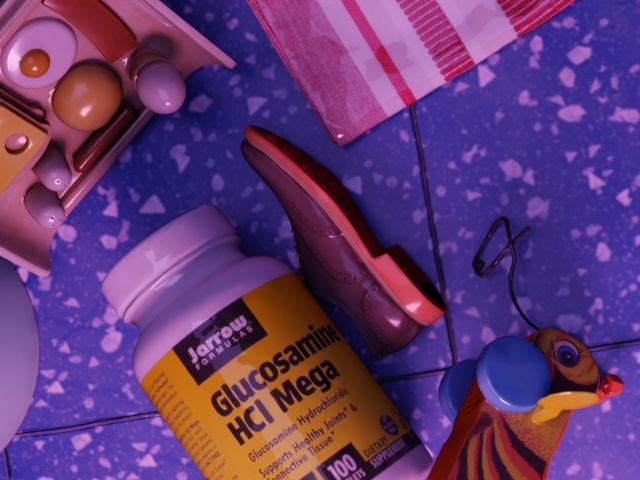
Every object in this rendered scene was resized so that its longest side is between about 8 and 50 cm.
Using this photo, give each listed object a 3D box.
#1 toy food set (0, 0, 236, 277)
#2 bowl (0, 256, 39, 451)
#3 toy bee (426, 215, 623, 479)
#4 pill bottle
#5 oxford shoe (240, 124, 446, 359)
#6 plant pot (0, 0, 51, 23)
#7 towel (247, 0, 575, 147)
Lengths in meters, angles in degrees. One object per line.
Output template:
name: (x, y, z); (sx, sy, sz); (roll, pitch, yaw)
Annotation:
toy food set: (-0.253, -0.119, 1.303); (0.306, 0.220, 0.092); (-48, 46, 7)
bowl: (-0.470, 0.121, 1.383); (0.312, 0.163, 0.311); (0, 89, 13)
toy bee: (0.205, 0.141, 1.227); (0.162, 0.195, 0.298); (25, 82, -12)
pill bottle: (-0.060, 0.138, 1.272); (0.188, 0.188, 0.334); (-39, 80, 9)
oxford shoe: (0.000, 0.000, 1.313); (0.098, 0.097, 0.271); (-44, 80, 14)
plant pot: (-0.299, -0.295, 1.342); (0.254, 0.237, 0.237); (-21, 83, -4)
towel: (0.094, -0.276, 1.314); (0.329, 0.037, 0.237); (-31, 91, 10)
